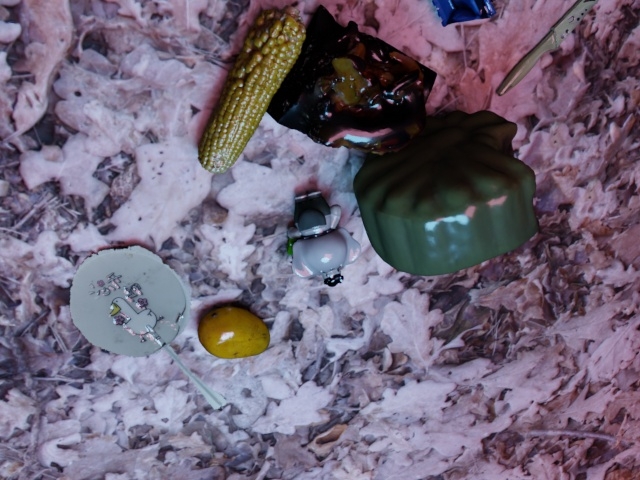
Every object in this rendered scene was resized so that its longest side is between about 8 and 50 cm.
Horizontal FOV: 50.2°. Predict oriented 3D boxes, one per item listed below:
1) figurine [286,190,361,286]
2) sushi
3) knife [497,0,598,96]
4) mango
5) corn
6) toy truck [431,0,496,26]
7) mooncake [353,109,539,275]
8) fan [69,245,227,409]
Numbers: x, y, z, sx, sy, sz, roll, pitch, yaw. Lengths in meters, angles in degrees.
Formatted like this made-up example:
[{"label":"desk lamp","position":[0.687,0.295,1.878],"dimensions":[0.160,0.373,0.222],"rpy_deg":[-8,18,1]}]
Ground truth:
[{"label":"figurine","position":[0.000,0.000,1.359],"dimensions":[0.147,0.126,0.192],"rpy_deg":[-16,89,0]},{"label":"sushi","position":[0.069,-0.251,1.207],"dimensions":[0.227,0.212,0.215],"rpy_deg":[22,108,-32]},{"label":"knife","position":[0.469,-0.403,1.397],"dimensions":[0.043,0.020,0.293],"rpy_deg":[38,97,-30]},{"label":"mango","position":[-0.174,0.193,1.417],"dimensions":[0.165,0.089,0.115],"rpy_deg":[7,119,-26]},{"label":"corn","position":[-0.124,-0.263,1.197],"dimensions":[0.097,0.097,0.319],"rpy_deg":[21,108,-29]},{"label":"toy truck","position":[0.298,-0.480,1.226],"dimensions":[0.208,0.126,0.113],"rpy_deg":[-37,123,1]},{"label":"mooncake","position":[0.230,-0.101,1.276],"dimensions":[0.352,0.351,0.187],"rpy_deg":[-28,127,-5]},{"label":"fan","position":[-0.324,0.189,1.351],"dimensions":[0.233,0.012,0.414],"rpy_deg":[-31,110,9]}]
